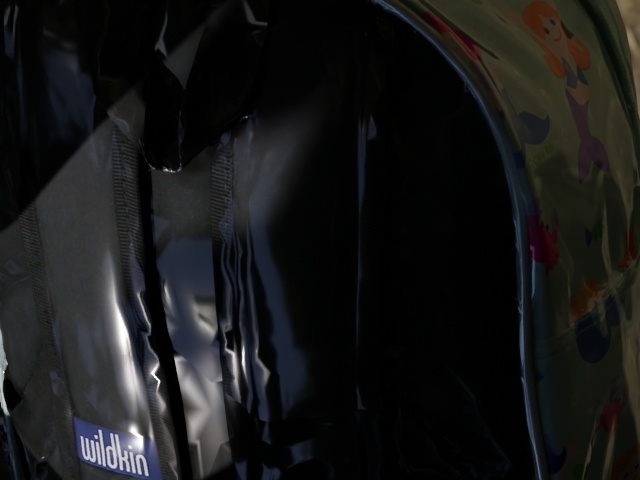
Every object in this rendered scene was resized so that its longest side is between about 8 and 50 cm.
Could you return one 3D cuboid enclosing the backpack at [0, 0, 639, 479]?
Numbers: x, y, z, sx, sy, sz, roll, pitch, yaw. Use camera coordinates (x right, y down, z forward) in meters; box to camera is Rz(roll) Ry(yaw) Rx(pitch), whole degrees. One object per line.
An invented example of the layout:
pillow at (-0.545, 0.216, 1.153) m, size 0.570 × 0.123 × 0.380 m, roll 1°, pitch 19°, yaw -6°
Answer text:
backpack at (0.000, 0.000, 0.646) m, size 0.225 × 0.191 × 0.253 m, roll 7°, pitch 123°, yaw 29°
